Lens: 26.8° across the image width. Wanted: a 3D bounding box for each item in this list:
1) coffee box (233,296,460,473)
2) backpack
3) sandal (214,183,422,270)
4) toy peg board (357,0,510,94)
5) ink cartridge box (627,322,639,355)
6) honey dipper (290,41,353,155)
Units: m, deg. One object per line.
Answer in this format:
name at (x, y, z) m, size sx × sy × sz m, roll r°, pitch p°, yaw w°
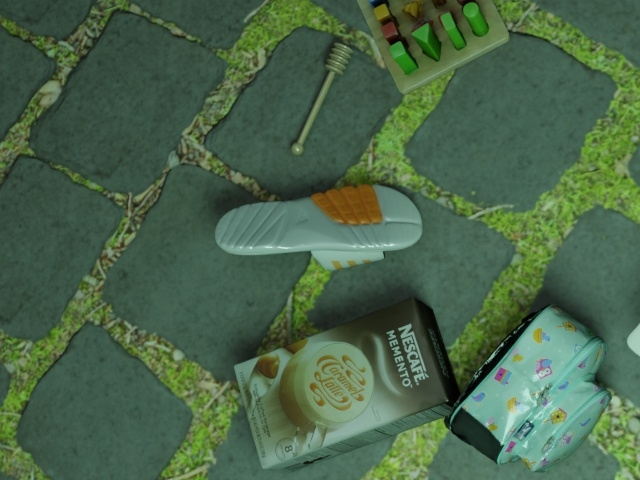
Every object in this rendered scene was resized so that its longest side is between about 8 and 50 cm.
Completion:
coffee box at (0.035, 0.180, 1.651) m, size 0.246 × 0.098 × 0.141 m, roll -23°, pitch 70°, yaw 12°
backpack at (0.254, 0.172, 1.542) m, size 0.144 × 0.166 × 0.188 m, roll 32°, pitch 91°, yaw 22°
sandal at (-0.001, -0.009, 1.724) m, size 0.265 × 0.076 × 0.102 m, roll -3°, pitch 53°, yaw 6°
toy peg board at (0.138, -0.304, 1.752) m, size 0.161 × 0.079 × 0.161 m, roll -27°, pitch 69°, yaw 10°
ink cartridge box at (0.538, 0.153, 1.473) m, size 0.353 × 0.119 × 0.207 m, roll 39°, pitch 91°, yaw 22°
honey dipper at (0.000, -0.187, 1.799) m, size 0.030 × 0.030 × 0.161 m, roll 22°, pitch 88°, yaw 23°
